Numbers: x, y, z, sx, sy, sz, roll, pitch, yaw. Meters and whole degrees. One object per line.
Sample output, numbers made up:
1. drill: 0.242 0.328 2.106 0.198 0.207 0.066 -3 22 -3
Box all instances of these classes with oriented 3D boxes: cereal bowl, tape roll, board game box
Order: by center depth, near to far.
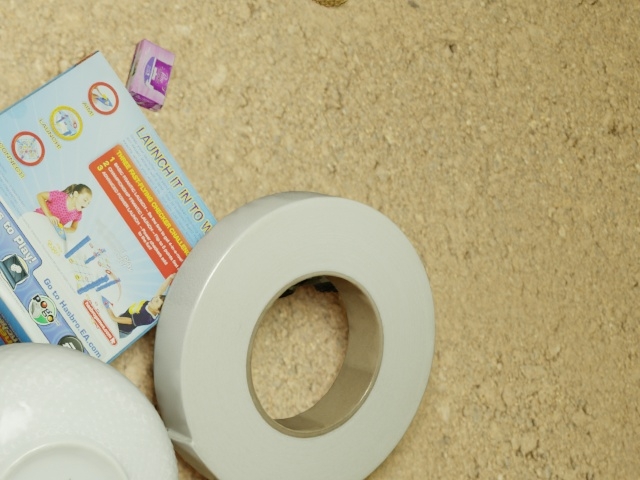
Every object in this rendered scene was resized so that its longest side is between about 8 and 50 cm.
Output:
1. cereal bowl: -0.296 0.278 1.573 0.339 0.141 0.338 0 90 -28
2. board game box: -0.295 -0.019 1.759 0.302 0.086 0.308 -40 101 -38
3. tape roll: -0.025 0.134 1.836 0.392 0.072 0.391 -8 103 -36

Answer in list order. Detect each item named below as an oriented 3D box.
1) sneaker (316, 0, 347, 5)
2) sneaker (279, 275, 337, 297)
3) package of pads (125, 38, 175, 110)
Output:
1. sneaker: -0.020 -0.412 2.104 0.185 0.070 0.084 41 61 -21
2. sneaker: 0.000 0.000 1.966 0.283 0.110 0.122 -4 73 -39
3. package of pads: -0.218 -0.211 1.914 0.050 0.032 0.083 24 62 -28
